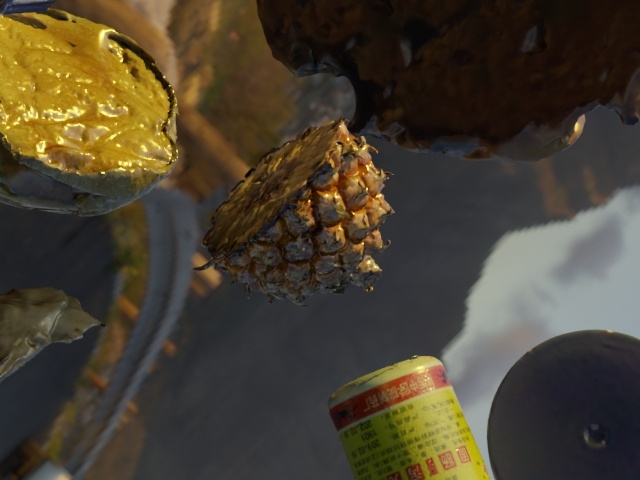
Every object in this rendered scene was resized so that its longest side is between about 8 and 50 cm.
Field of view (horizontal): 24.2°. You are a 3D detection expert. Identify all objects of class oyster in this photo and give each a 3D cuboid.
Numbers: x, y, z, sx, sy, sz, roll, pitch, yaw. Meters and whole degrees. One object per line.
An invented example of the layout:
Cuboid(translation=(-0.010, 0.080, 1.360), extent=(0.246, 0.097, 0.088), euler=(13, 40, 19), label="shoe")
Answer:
Cuboid(translation=(-0.245, 0.086, 0.944), extent=(0.161, 0.107, 0.232), euler=(-37, -168, 24), label="oyster")

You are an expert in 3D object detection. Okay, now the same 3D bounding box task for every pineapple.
Cuboid(translation=(0.001, -0.003, 1.267), extent=(0.176, 0.137, 0.161), euler=(-39, -160, 22), label="pineapple")

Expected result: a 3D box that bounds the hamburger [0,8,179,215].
Cuboid(translation=(-0.287, -0.134, 1.587), extent=(0.134, 0.266, 0.284), euler=(-54, -151, 38), label="hamburger")

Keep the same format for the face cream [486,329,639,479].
Cuboid(translation=(0.325, 0.247, 1.764), extent=(0.249, 0.249, 0.225), euler=(-45, 161, -5), label="face cream")

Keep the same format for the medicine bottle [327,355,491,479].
Cuboid(translation=(0.107, 0.250, 1.635), extent=(0.139, 0.225, 0.139), euler=(-21, 169, -4), label="medicine bottle")

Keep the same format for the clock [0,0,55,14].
Cuboid(translation=(-0.211, -0.275, 1.175), extent=(0.193, 0.073, 0.144), euler=(-55, -179, 12), label="clock")

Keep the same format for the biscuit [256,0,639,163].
Cuboid(translation=(0.107, -0.192, 0.951), extent=(0.334, 0.289, 0.081), euler=(1, -178, 33), label="biscuit")
